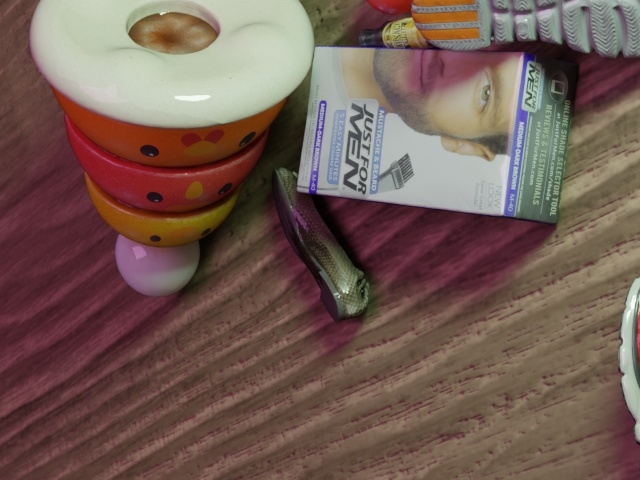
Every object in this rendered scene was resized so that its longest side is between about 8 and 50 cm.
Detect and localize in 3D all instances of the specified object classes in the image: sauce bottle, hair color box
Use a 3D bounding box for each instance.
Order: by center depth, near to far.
[{"bbox_3d":[0.128,-0.128,1.940,0.339,0.110,0.185,8,91,45],"label":"hair color box"},{"bbox_3d":[0.099,-0.249,2.027,0.128,0.042,0.042,-3,84,47],"label":"sauce bottle"}]

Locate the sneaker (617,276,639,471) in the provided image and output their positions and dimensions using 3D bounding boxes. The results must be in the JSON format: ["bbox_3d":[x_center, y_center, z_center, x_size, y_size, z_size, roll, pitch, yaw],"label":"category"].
[{"bbox_3d":[0.378,0.167,1.675,0.118,0.107,0.279,-16,77,26],"label":"sneaker"}]

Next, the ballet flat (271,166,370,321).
[{"bbox_3d":[0.000,0.000,2.106,0.084,0.058,0.250,88,159,-50],"label":"ballet flat"}]

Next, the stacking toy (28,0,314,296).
[{"bbox_3d":[-0.195,-0.111,2.176,0.350,0.350,0.480,50,148,37],"label":"stacking toy"}]

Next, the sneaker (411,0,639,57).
[{"bbox_3d":[0.266,-0.291,1.794,0.321,0.180,0.124,5,127,16],"label":"sneaker"}]

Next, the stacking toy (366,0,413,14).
[{"bbox_3d":[0.152,-0.384,1.926,0.330,0.141,0.141,-42,58,41],"label":"stacking toy"}]
